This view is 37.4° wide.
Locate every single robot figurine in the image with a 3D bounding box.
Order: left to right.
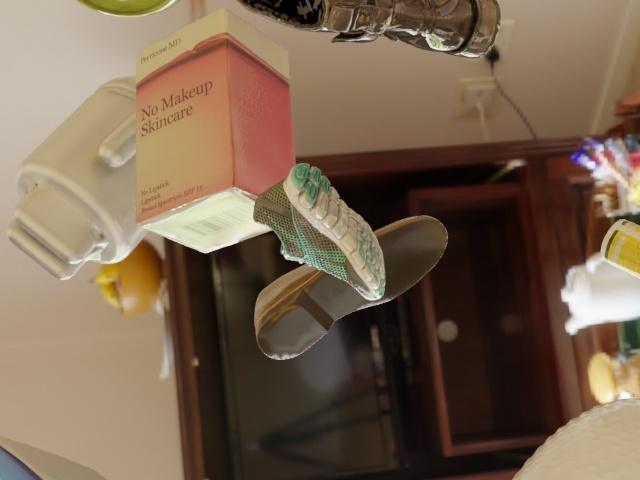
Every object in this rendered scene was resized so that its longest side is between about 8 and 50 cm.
[{"bbox_3d":[-0.307,-0.107,1.408,0.353,0.200,0.300,-54,11,-31],"label":"robot figurine"}]

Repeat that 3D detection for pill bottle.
[{"bbox_3d":[0.439,0.022,1.259,0.116,0.065,0.065,31,134,38],"label":"pill bottle"}]

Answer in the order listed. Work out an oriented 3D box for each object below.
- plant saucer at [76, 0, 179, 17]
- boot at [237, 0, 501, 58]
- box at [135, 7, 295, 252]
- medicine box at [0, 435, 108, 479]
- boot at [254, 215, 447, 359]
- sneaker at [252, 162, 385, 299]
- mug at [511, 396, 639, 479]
[{"bbox_3d":[-0.306,-0.418,1.444,0.241,0.240,0.037,99,171,-60],"label":"plant saucer"},{"bbox_3d":[0.012,-0.231,0.847,0.263,0.229,0.091,35,120,46],"label":"boot"},{"bbox_3d":[-0.123,-0.124,1.105,0.127,0.148,0.232,25,-127,-51],"label":"box"},{"bbox_3d":[-0.275,0.333,0.787,0.289,0.149,0.263,-52,-17,-13],"label":"medicine box"},{"bbox_3d":[0.033,0.042,1.341,0.112,0.305,0.115,55,-173,-30],"label":"boot"},{"bbox_3d":[0.000,0.000,0.884,0.166,0.076,0.065,50,-149,-30],"label":"sneaker"},{"bbox_3d":[0.442,0.356,1.263,0.374,0.328,0.276,-27,95,45],"label":"mug"}]
